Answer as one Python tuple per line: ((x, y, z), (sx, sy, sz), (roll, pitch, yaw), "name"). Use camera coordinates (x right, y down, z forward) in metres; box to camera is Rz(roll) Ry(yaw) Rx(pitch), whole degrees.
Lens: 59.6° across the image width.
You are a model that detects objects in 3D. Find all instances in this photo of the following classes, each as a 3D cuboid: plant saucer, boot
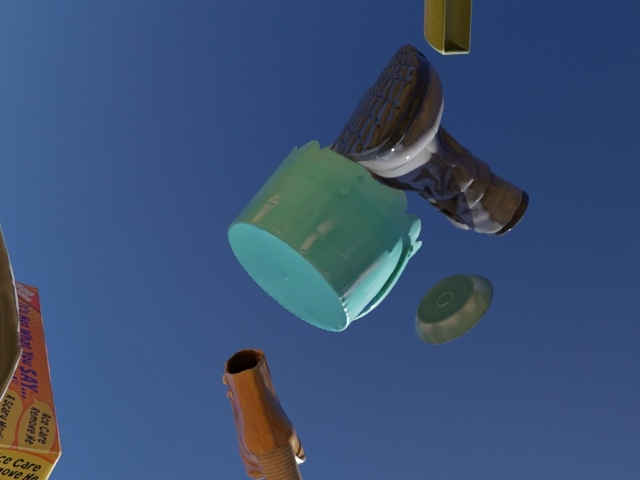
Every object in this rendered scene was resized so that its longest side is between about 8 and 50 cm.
((0.227, -0.432, 0.999), (0.045, 0.188, 0.189), (7, -70, 26), "plant saucer")
((0.135, -0.085, 0.598), (0.222, 0.338, 0.118), (33, -81, -5), "boot")
((0.168, 0.082, 0.733), (0.119, 0.021, 0.119), (-37, -160, 15), "plant saucer")
((-0.097, 0.281, 0.918), (0.295, 0.104, 0.212), (143, -70, -75), "boot")

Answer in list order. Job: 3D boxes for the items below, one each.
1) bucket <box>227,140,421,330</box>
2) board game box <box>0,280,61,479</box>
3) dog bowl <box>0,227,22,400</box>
((0.000, 0.000, 0.896), (0.281, 0.281, 0.183), (18, -123, 42), "bucket")
((-0.548, 0.227, 0.599), (0.357, 0.356, 0.356), (-60, -143, 7), "board game box")
((-0.321, 0.047, 0.253), (0.349, 0.348, 0.102), (64, -35, 27), "dog bowl")
